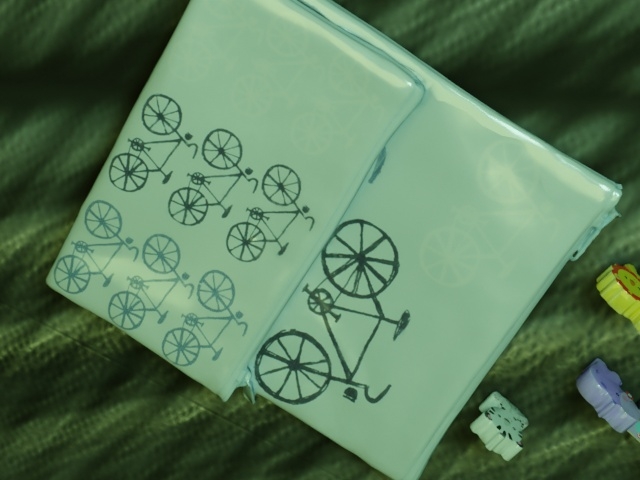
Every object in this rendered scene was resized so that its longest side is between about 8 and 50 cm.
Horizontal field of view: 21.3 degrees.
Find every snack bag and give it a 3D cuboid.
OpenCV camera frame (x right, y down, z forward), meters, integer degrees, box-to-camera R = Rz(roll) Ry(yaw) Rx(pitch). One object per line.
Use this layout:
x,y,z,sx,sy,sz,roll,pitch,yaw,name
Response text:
0.000,0.000,1.263,0.342,0.037,0.323,33,116,1,snack bag

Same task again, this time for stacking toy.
0.240,0.141,1.243,0.221,0.052,0.167,40,117,-4,stacking toy
